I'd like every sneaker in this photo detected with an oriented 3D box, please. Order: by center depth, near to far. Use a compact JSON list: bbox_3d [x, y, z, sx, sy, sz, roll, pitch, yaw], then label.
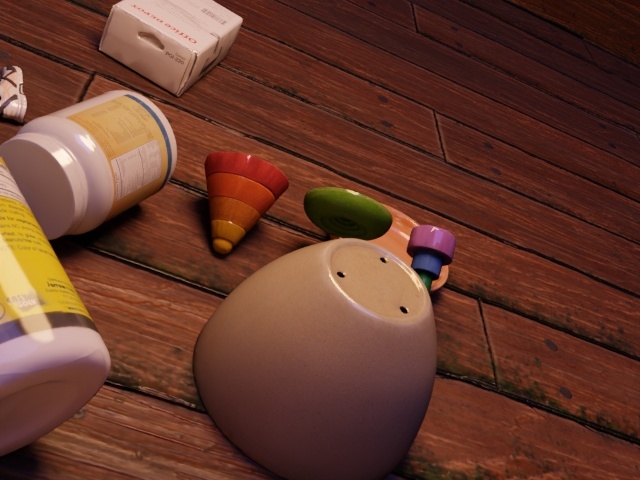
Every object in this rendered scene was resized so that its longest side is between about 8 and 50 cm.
[{"bbox_3d":[-0.428,-0.205,1.212,0.044,0.040,0.109,5,40,-31],"label":"sneaker"}]

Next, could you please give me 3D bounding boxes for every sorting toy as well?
[{"bbox_3d":[0.000,0.000,1.210,0.366,0.127,0.126,19,70,-5],"label":"sorting toy"}]

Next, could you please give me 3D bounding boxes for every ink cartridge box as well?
[{"bbox_3d":[-0.247,-0.349,1.501,0.159,0.092,0.218,31,31,-1],"label":"ink cartridge box"}]

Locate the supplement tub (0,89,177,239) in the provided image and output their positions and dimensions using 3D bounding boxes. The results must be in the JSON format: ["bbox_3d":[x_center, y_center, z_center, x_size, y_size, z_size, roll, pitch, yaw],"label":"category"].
[{"bbox_3d":[-0.283,-0.093,1.081,0.144,0.144,0.200,36,33,8],"label":"supplement tub"}]

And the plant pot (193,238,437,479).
[{"bbox_3d":[0.023,0.110,1.015,0.284,0.191,0.284,22,34,-15],"label":"plant pot"}]

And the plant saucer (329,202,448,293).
[{"bbox_3d":[0.098,0.016,1.341,0.200,0.037,0.200,20,35,-15],"label":"plant saucer"}]

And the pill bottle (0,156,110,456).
[{"bbox_3d":[-0.345,0.020,0.802,0.188,0.188,0.334,-13,61,-47],"label":"pill bottle"}]
